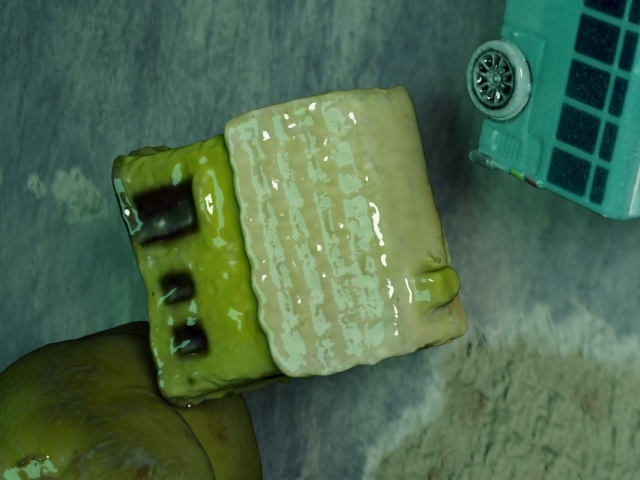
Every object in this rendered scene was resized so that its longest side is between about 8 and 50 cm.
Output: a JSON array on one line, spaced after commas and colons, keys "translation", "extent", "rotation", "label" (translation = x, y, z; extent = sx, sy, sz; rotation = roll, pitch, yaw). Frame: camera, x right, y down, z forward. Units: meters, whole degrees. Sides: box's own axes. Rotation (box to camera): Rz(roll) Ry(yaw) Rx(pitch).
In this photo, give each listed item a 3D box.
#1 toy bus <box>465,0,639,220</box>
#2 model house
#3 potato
[{"translation": [0.187, -0.150, 1.048], "extent": [0.147, 0.128, 0.256], "rotation": [30, 120, 41], "label": "toy bus"}, {"translation": [0.000, 0.000, 1.281], "extent": [0.234, 0.175, 0.193], "rotation": [-16, 82, 39], "label": "model house"}, {"translation": [-0.157, 0.167, 1.379], "extent": [0.218, 0.351, 0.202], "rotation": [42, 95, 5], "label": "potato"}]
